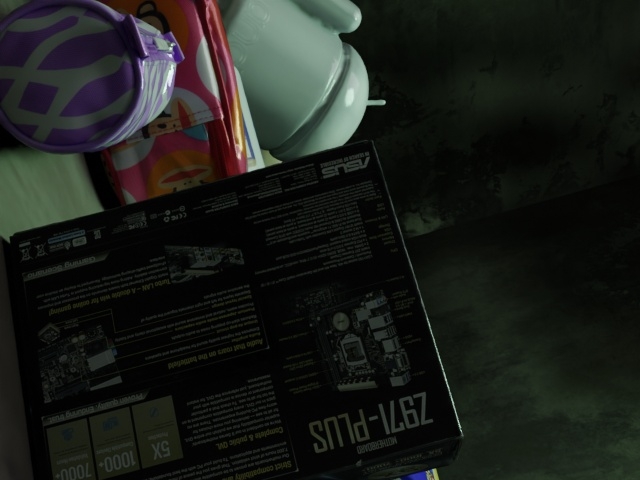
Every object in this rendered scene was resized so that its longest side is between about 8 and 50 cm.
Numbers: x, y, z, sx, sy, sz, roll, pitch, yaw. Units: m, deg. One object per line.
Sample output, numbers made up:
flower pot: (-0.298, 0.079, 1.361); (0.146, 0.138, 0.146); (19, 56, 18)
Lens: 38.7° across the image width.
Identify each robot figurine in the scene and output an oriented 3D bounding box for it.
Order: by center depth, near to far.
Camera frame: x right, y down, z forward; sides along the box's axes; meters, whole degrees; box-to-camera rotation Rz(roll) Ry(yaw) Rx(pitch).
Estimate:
robot figurine: (-0.076, -0.243, 1.311); (0.353, 0.300, 0.200); (31, 23, -23)

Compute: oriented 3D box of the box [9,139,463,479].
box: (-0.040, 0.052, 0.433); (0.077, 0.180, 0.147); (76, -2, -68)

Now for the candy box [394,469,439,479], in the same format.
candy box: (-0.005, 0.141, 0.979); (0.317, 0.122, 0.268); (49, 19, -44)

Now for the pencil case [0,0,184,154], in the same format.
pencil case: (-0.131, -0.099, 0.542); (0.206, 0.088, 0.086); (-105, 177, -77)

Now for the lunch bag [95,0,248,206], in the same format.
lunch bag: (-0.143, -0.166, 0.766); (0.258, 0.120, 0.293); (-150, -134, -83)

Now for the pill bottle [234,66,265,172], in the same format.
pill bottle: (-0.139, -0.149, 1.059); (0.112, 0.112, 0.187); (97, -22, -88)

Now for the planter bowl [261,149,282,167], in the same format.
planter bowl: (-0.119, -0.092, 1.459); (0.109, 0.162, 0.162); (-26, 102, -63)
